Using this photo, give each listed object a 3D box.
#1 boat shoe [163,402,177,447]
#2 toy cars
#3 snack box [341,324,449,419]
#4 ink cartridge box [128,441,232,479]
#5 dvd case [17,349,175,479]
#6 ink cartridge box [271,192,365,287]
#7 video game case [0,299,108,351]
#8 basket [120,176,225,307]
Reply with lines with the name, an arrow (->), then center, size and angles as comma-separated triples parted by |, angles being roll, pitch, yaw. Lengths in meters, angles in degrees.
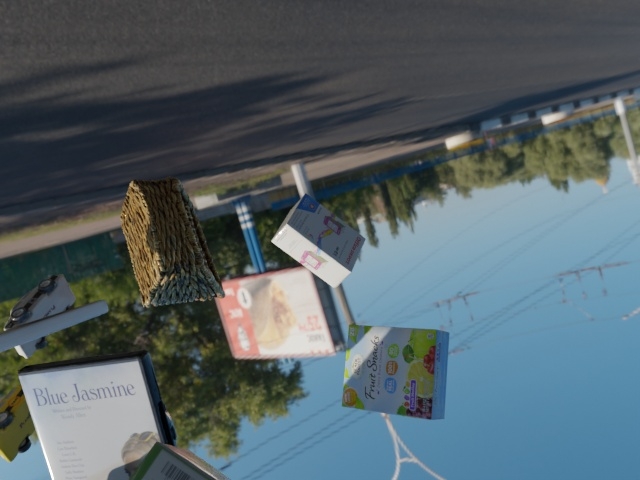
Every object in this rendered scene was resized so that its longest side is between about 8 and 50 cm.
boat shoe -> -0.334, 0.360, 1.173 | 0.127, 0.340, 0.113 | -1, -140, 3
toy cars -> -0.634, 0.261, 1.327 | 0.087, 0.394, 0.176 | 1, 168, 17
snack box -> 0.151, 0.265, 1.264 | 0.207, 0.175, 0.070 | -3, 166, 36
ink cartridge box -> -0.105, 0.247, 0.573 | 0.062, 0.109, 0.209 | -55, 169, -19
dvd case -> -0.272, 0.269, 0.792 | 0.180, 0.253, 0.022 | -10, -169, 14
ink cartridge box -> 0.000, 0.000, 0.943 | 0.052, 0.122, 0.088 | -45, -168, 40
video game case -> -0.485, 0.151, 0.966 | 0.206, 0.026, 0.227 | -17, -178, 23
basket -> -0.350, -0.011, 1.555 | 0.223, 0.299, 0.213 | -4, 146, -33
